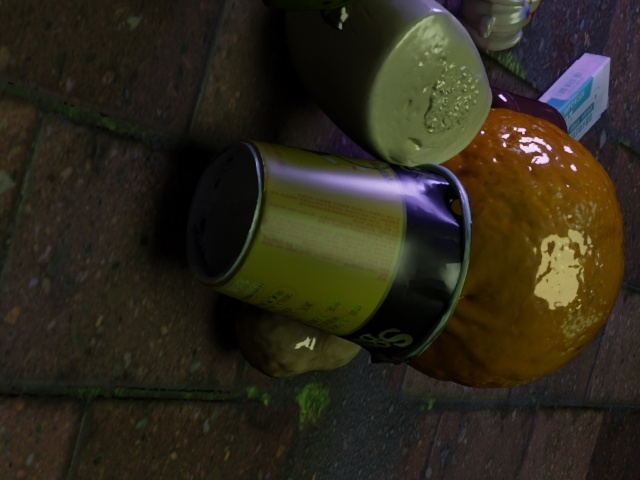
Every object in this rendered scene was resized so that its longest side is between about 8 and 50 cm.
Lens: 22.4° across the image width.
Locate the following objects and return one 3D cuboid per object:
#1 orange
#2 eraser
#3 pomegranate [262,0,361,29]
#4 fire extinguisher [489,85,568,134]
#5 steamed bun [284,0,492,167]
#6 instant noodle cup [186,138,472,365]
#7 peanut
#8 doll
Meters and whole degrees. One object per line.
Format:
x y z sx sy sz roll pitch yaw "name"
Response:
0.185 0.015 1.902 0.293 0.340 0.340 -29 130 -50 "orange"
0.393 -0.210 2.538 0.225 0.052 0.095 -43 140 -48 "eraser"
-0.007 -0.360 1.407 0.260 0.260 0.341 -27 125 -58 "pomegranate"
0.244 -0.137 2.191 0.344 0.102 0.138 0 80 -65 "fire extinguisher"
0.061 -0.185 1.702 0.155 0.200 0.250 -44 147 -5 "steamed bun"
0.000 0.000 1.608 0.236 0.215 0.215 14 91 -29 "instant noodle cup"
-0.016 0.088 1.773 0.224 0.129 0.129 -21 123 -57 "peanut"
0.276 -0.372 2.162 0.384 0.099 0.188 -53 148 -44 "doll"
